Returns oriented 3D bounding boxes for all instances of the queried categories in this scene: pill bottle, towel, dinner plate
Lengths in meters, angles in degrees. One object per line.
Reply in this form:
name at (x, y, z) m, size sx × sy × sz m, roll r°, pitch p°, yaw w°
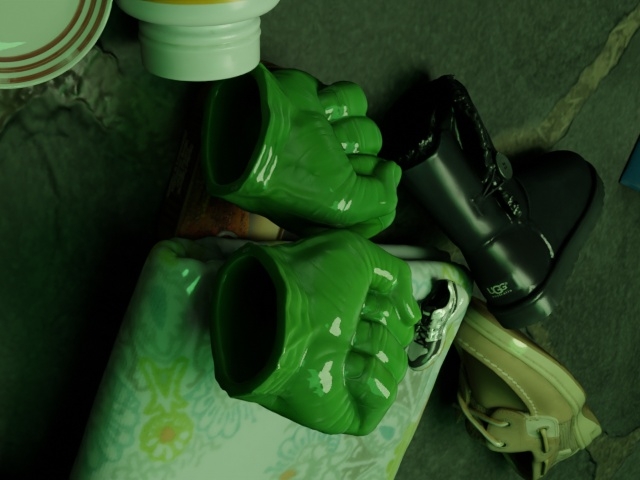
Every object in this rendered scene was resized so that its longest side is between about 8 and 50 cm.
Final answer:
pill bottle at (-0.083, -0.220, 0.782) m, size 0.117 × 0.117 × 0.215 m, roll -19°, pitch 122°, yaw -33°
towel at (-0.043, 0.150, 1.007) m, size 0.374 × 0.090 × 0.321 m, roll 1°, pitch 113°, yaw -48°
dinner plate at (-0.203, -0.166, 0.757) m, size 0.141 × 0.017 × 0.141 m, roll -8°, pitch 116°, yaw -16°

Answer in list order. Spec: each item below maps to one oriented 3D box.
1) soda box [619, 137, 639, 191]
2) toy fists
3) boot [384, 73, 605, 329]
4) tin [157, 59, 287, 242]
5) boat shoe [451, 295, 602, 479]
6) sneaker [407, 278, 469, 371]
soda box at (0.424, -0.048, 1.238) m, size 0.071 × 0.210 × 0.067 m, roll 13°, pitch 102°, yaw -44°
toy fists at (0.000, 0.000, 0.846) m, size 0.096 × 0.279 × 0.142 m, roll -28°, pitch 146°, yaw 35°
boot at (0.161, -0.069, 1.074) m, size 0.207 × 0.094 × 0.246 m, roll 55°, pitch 39°, yaw -21°
tin at (-0.067, -0.051, 0.942) m, size 0.106 × 0.040 × 0.190 m, roll 8°, pitch 107°, yaw -38°
boat shoe at (0.198, 0.168, 1.207) m, size 0.110 × 0.121 × 0.341 m, roll -46°, pitch 142°, yaw -2°
sneaker at (0.092, 0.069, 1.006) m, size 0.037 × 0.032 × 0.083 m, roll 41°, pitch 74°, yaw -45°
